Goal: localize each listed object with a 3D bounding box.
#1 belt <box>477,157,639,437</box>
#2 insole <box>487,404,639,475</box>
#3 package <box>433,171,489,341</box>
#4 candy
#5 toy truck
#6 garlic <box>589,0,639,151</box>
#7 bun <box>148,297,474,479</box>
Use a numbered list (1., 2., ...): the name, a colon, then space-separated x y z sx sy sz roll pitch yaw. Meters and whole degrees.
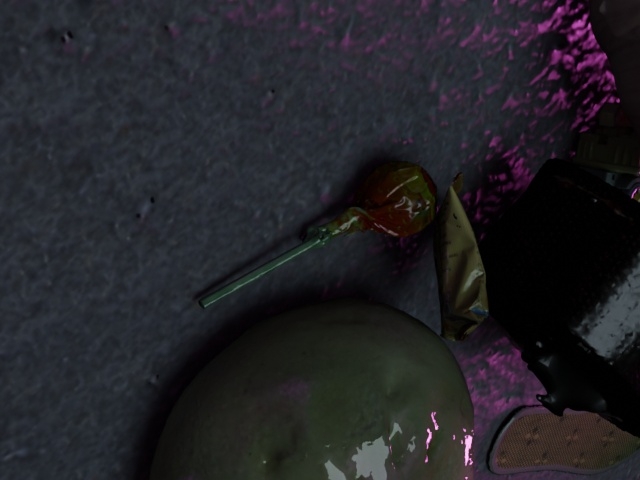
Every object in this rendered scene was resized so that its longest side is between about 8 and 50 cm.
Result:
1. belt: 0.230 0.070 0.982 0.164 0.184 0.289 -52 136 -7
2. insole: 0.282 0.208 1.245 0.322 0.007 0.109 7 108 -46
3. package: 0.103 0.020 0.877 0.108 0.031 0.120 83 2 -79
4. candy: 0.000 0.000 0.832 0.201 0.060 0.060 -28 130 -20
5. toy truck: 0.297 -0.076 1.041 0.169 0.077 0.100 -2 103 -37
6. garlic: 0.360 -0.162 0.931 0.322 0.321 0.241 0 152 -43
7. bun: 0.019 0.186 0.857 0.283 0.179 0.283 -20 123 -34
